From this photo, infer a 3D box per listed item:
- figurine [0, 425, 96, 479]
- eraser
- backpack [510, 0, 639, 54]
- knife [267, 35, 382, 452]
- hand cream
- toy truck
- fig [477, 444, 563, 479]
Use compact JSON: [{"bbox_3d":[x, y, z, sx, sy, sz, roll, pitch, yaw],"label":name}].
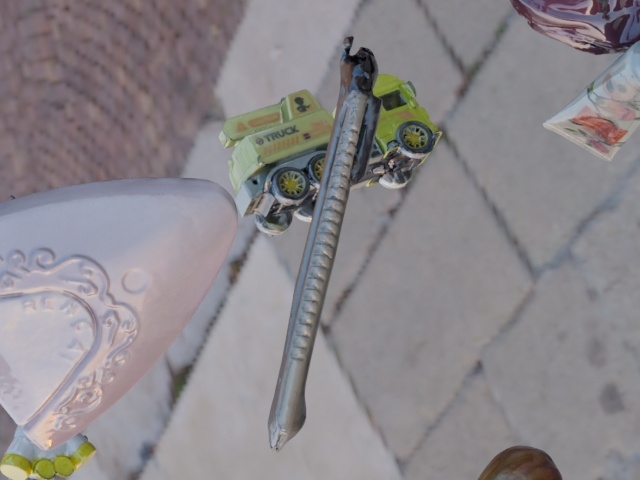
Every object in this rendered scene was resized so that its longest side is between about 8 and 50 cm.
[{"bbox_3d":[-0.321,0.265,1.952,0.129,0.109,0.178,51,147,40],"label":"figurine"},{"bbox_3d":[-0.171,0.034,1.304,0.204,0.243,0.059,55,-172,-26],"label":"eraser"},{"bbox_3d":[0.306,-0.333,1.679,0.283,0.197,0.317,4,75,22],"label":"backpack"},{"bbox_3d":[0.006,0.001,1.438,0.089,0.043,0.365,86,-165,-76],"label":"knife"},{"bbox_3d":[0.286,-0.135,1.647,0.080,0.050,0.234,30,158,-1],"label":"hand cream"},{"bbox_3d":[0.005,-0.123,2.183,0.157,0.272,0.124,63,158,14],"label":"toy truck"},{"bbox_3d":[0.171,0.248,1.623,0.089,0.125,0.089,37,135,48],"label":"fig"}]
